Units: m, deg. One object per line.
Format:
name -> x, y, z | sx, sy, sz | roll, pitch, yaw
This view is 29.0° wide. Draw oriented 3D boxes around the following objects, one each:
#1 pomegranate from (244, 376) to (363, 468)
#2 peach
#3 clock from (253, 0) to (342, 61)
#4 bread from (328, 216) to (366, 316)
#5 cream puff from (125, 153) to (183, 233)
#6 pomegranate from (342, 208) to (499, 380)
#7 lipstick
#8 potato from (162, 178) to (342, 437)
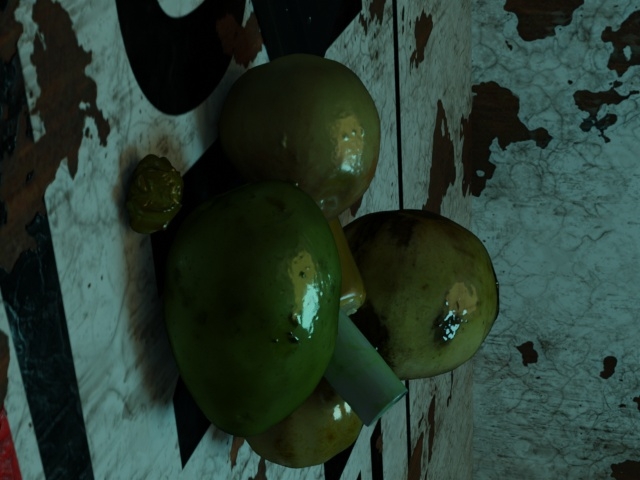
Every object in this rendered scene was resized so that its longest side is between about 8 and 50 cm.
pomegranate -> -0.032, 0.198, 1.657 | 0.207, 0.207, 0.207 | 5, 90, -74
peach -> -0.026, -0.119, 1.557 | 0.232, 0.233, 0.232 | 5, 90, -74
clock -> -0.021, -0.364, 1.780 | 0.278, 0.049, 0.273 | 72, 28, -52
bread -> 0.000, 0.000, 1.744 | 0.092, 0.074, 0.239 | 58, 11, -69
cream puff -> -0.174, -0.047, 1.323 | 0.083, 0.058, 0.083 | -66, 157, -52
pomegranate -> 0.136, 0.085, 1.995 | 0.322, 0.322, 0.322 | 5, 90, -74
lipstick -> -0.011, 0.095, 1.565 | 0.076, 0.304, 0.076 | -39, 167, -11
potato -> -0.079, 0.076, 1.435 | 0.216, 0.216, 0.304 | -60, 160, -56
